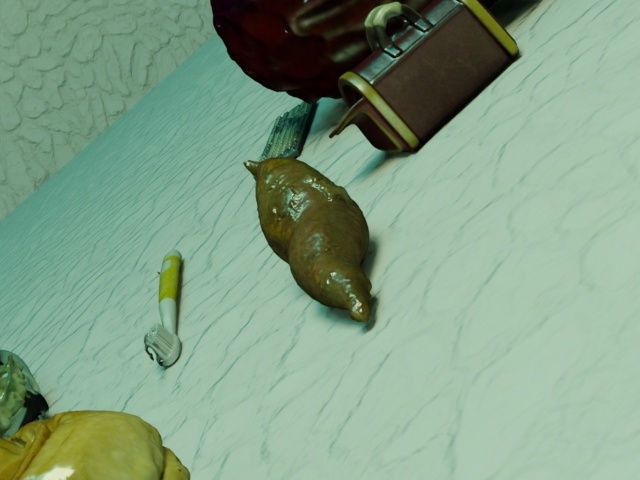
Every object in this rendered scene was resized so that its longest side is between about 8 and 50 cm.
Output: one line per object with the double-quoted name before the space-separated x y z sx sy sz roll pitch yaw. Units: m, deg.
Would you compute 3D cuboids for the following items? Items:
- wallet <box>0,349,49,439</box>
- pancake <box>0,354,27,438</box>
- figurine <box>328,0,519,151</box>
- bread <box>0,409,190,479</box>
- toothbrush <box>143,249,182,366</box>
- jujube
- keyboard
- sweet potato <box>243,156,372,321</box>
"wallet" -0.322 0.169 1.095 0.176 0.075 0.250 -46 16 -9
"pancake" -0.248 0.165 0.832 0.376 0.054 0.197 8 61 55
"figurine" 0.064 -0.132 0.975 0.154 0.098 0.082 -40 18 -9
"bread" -0.149 0.176 0.550 0.198 0.120 0.236 -25 22 49
"toothbrush" -0.131 0.048 1.069 0.021 0.024 0.288 -41 14 5
"jujube" 0.057 -0.274 1.156 0.377 0.258 0.258 -39 11 47
"keyboard" -0.035 -0.106 1.308 0.055 0.014 0.176 -32 17 18
"sweet potato" 0.005 0.002 0.815 0.068 0.068 0.226 -40 33 3
